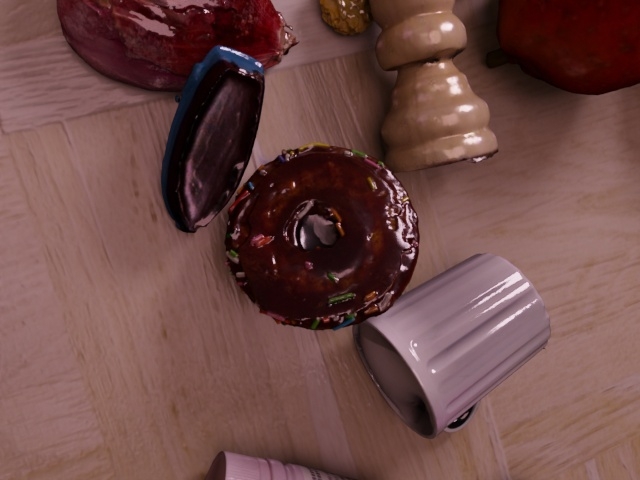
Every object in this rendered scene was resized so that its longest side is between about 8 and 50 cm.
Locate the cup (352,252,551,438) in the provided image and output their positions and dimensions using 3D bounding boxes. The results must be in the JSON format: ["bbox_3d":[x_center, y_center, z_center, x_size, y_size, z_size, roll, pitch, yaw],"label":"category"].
[{"bbox_3d":[0.166,0.137,0.791,0.202,0.221,0.167,-29,63,-17],"label":"cup"}]

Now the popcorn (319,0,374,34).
[{"bbox_3d":[0.039,-0.309,0.788,0.083,0.057,0.082,-7,93,-19],"label":"popcorn"}]

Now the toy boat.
[{"bbox_3d":[-0.133,-0.113,0.710,0.100,0.097,0.223,14,108,-27],"label":"toy boat"}]

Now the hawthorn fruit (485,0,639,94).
[{"bbox_3d":[0.351,-0.308,0.779,0.307,0.265,0.265,-27,99,27],"label":"hawthorn fruit"}]

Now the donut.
[{"bbox_3d":[0.000,0.000,0.731,0.235,0.089,0.235,1,71,-2],"label":"donut"}]

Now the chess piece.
[{"bbox_3d":[0.132,-0.221,0.758,0.143,0.143,0.260,-13,99,-16],"label":"chess piece"}]

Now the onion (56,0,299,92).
[{"bbox_3d":[-0.151,-0.282,0.703,0.284,0.120,0.227,14,91,-16],"label":"onion"}]

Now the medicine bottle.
[{"bbox_3d":[-0.016,0.342,0.728,0.250,0.133,0.133,18,85,-16],"label":"medicine bottle"}]
